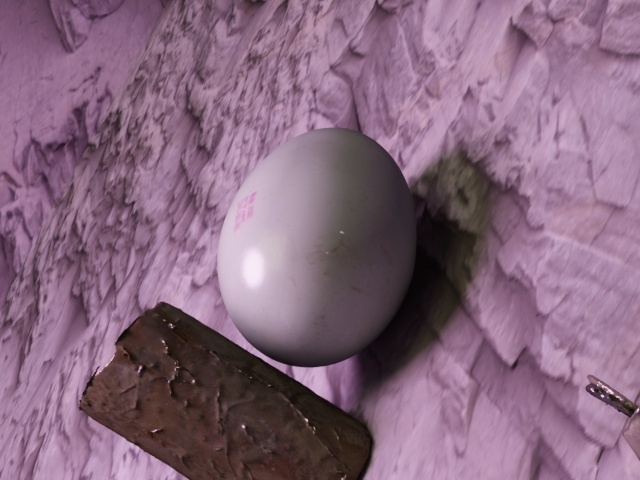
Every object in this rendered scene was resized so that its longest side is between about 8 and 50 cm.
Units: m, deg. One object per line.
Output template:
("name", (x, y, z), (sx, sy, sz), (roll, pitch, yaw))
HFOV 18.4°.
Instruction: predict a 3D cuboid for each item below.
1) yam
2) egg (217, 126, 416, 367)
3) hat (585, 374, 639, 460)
("yam", (-0.104, 0.202, 2.196), (0.168, 0.304, 0.168), (-58, 0, 0))
("egg", (0.000, 0.000, 2.317), (0.230, 0.230, 0.371), (-40, 19, 30))
("hat", (0.332, 0.142, 1.508), (0.232, 0.161, 0.275), (-13, 0, -2))
